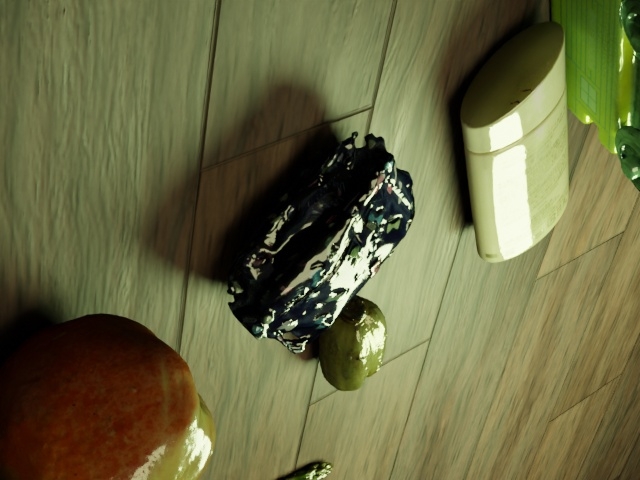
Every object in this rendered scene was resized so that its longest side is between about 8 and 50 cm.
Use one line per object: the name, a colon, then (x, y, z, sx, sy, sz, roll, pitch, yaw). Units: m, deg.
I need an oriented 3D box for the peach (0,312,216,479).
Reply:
peach: (-0.231, 0.207, 1.214, 0.256, 0.232, 0.232, -40, 148, -13)

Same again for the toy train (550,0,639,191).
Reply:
toy train: (0.396, -0.248, 1.484, 0.179, 0.272, 0.442, -29, 146, -9)

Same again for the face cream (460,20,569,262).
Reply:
face cream: (0.259, -0.118, 1.628, 0.173, 0.081, 0.348, -42, 148, -15)

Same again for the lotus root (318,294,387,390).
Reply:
lotus root: (0.040, 0.126, 1.611, 0.090, 0.077, 0.183, -42, 152, -27)

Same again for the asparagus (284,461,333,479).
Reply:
asparagus: (-0.063, 0.366, 1.785, 0.236, 0.027, 0.034, -23, 145, -38)

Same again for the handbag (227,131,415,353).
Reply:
handbag: (0.000, 0.000, 1.395, 0.260, 0.113, 0.162, -50, 156, -4)
